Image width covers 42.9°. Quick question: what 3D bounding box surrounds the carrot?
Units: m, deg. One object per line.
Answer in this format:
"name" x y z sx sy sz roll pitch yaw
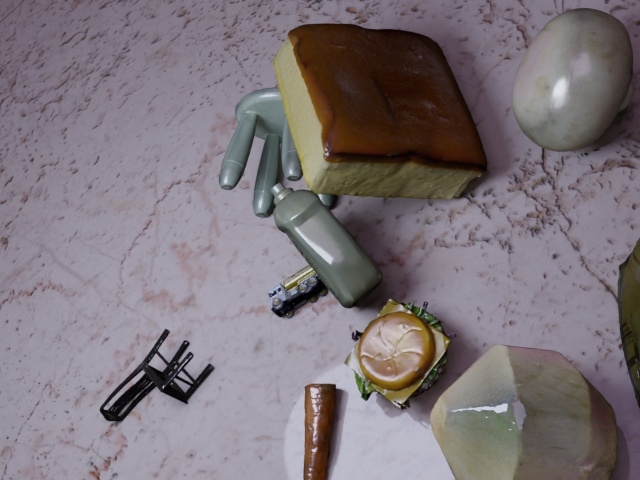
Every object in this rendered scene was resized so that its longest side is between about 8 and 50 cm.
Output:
"carrot" -0.008 0.357 1.396 0.057 0.057 0.224 -5 69 24

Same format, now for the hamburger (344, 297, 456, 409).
"hamburger" 0.136 0.196 1.374 0.189 0.093 0.164 -40 53 1

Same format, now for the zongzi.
"zongzi" 0.491 0.095 1.135 0.123 0.289 0.260 -2 64 11

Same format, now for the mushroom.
"mushroom" 0.444 -0.270 1.400 0.246 0.202 0.246 -167 90 -70

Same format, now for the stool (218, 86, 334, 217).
"stool" -0.076 -0.170 1.604 0.195 0.195 0.198 -7 69 23

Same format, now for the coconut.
"coconut" 0.284 0.278 1.185 0.259 0.259 0.259 -11 62 21

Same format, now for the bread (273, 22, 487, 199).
"bread" 0.103 -0.235 1.485 0.324 0.143 0.333 -1 57 -25

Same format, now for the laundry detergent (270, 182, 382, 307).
"laundry detergent" 0.000 0.000 1.450 0.091 0.181 0.253 -39 82 -6

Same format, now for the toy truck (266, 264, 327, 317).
"toy truck" -0.042 0.090 1.538 0.123 0.052 0.062 -32 52 7

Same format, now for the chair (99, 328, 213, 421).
"chair" -0.317 0.287 1.557 0.101 0.084 0.212 35 84 38
